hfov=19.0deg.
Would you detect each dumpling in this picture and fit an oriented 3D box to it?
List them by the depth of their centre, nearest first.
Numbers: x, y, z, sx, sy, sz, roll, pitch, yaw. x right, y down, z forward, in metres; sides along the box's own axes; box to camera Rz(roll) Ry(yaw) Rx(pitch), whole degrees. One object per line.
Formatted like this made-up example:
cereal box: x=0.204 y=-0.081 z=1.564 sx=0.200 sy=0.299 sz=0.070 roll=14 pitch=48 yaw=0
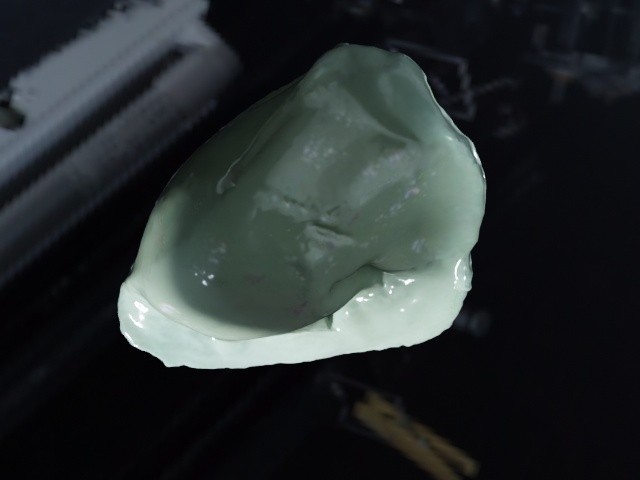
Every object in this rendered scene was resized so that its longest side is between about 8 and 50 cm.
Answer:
dumpling: x=-0.016 y=-0.025 z=1.596 sx=0.270 sy=0.320 sz=0.212 roll=0 pitch=-104 yaw=-23
